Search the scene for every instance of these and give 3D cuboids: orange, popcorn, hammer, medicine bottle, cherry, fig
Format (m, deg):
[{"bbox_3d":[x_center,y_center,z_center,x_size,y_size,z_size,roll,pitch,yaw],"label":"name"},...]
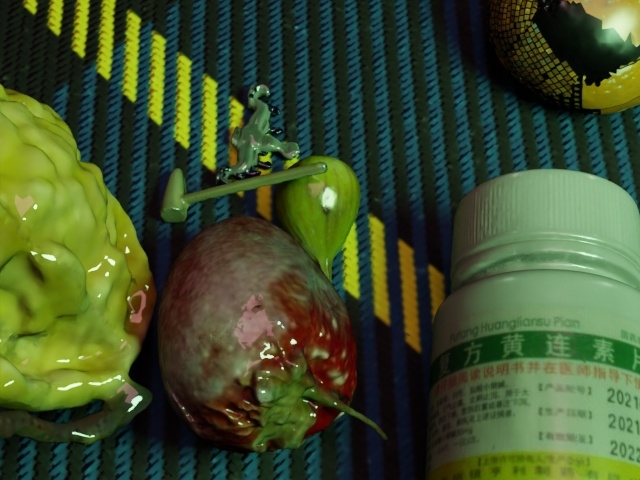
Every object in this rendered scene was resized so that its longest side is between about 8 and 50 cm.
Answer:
[{"bbox_3d":[0.301,-0.251,1.228,0.234,0.182,0.234,7,66,-15],"label":"orange"},{"bbox_3d":[-0.311,0.037,0.952,0.381,0.349,0.349,40,66,4],"label":"popcorn"},{"bbox_3d":[-0.076,-0.062,1.122,0.195,0.028,0.060,-11,54,27],"label":"hammer"},{"bbox_3d":[0.201,0.122,0.997,0.208,0.208,0.340,6,62,-2],"label":"medicine bottle"},{"bbox_3d":[-0.060,0.076,1.017,0.192,0.175,0.250,17,45,-37],"label":"cherry"},{"bbox_3d":[-0.014,-0.006,1.125,0.093,0.093,0.166,15,78,3],"label":"fig"}]

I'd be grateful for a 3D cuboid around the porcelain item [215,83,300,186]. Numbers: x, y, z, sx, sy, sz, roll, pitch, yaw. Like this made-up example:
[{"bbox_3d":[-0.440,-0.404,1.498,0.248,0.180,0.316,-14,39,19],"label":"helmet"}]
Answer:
[{"bbox_3d":[-0.058,-0.104,1.200,0.075,0.021,0.136,16,62,4],"label":"porcelain item"}]
